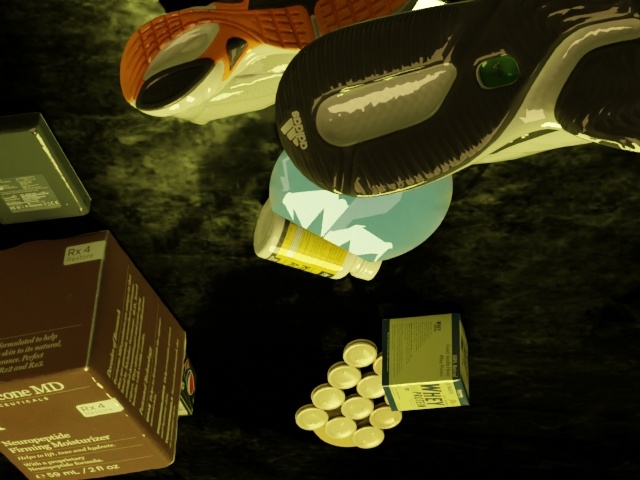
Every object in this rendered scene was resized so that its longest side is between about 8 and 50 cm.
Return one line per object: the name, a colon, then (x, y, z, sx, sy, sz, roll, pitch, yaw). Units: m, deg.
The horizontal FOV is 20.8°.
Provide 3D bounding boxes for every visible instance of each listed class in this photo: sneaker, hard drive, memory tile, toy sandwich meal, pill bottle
sneaker: (0.206, -0.152, 1.329, 0.447, 0.257, 0.169, -9, 100, 18)
hard drive: (-0.283, -0.066, 1.642, 0.094, 0.022, 0.135, -6, 144, 13)
memory tile: (0.049, 0.170, 1.927, 0.113, 0.012, 0.148, 20, 126, -22)
sneaker: (-0.030, -0.169, 1.437, 0.262, 0.099, 0.121, -19, 163, 20)
toy sandwich meal: (0.032, 0.207, 1.997, 0.085, 0.029, 0.085, 3, 142, 2)
pill bottle: (0.000, 0.000, 1.675, 0.116, 0.065, 0.065, 16, 143, -18)

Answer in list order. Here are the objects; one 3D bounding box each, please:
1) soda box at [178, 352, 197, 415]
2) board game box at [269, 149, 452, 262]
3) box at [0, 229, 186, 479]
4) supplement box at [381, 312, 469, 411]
soda box: (-0.225, 0.161, 1.925, 0.169, 0.060, 0.053, -4, 143, 12)
board game box: (0.038, -0.057, 1.615, 0.168, 0.033, 0.133, 27, 121, -21)
box: (-0.256, 0.123, 1.781, 0.168, 0.167, 0.203, -10, 142, 18)
supplement box: (0.110, 0.128, 1.829, 0.083, 0.083, 0.056, -6, 145, 11)
